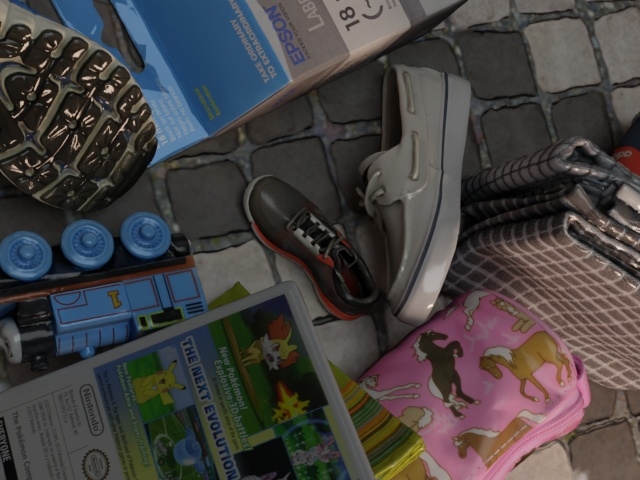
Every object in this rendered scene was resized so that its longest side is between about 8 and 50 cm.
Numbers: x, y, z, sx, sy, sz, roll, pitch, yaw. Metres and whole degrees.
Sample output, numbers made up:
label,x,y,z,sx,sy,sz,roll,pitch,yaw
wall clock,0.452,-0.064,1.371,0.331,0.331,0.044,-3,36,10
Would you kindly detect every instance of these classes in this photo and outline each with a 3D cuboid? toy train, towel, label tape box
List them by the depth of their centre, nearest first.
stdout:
label,x,y,z,sx,sy,sz,roll,pitch,yaw
toy train,-0.182,0.042,0.965,0.184,0.080,0.105,-11,70,-26
towel,-0.032,0.121,0.966,0.102,0.021,0.237,-33,49,-24
label tape box,-0.058,-0.245,1.075,0.334,0.106,0.240,-30,92,-26
towel,0.258,0.038,1.088,0.284,0.235,0.121,32,74,-15

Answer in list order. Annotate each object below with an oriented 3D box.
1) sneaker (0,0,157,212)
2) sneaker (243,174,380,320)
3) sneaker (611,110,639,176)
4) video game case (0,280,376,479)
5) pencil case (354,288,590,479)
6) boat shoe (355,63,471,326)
label,x,y,z,sx,sy,sz,roll,pitch,yaw
sneaker,-0.261,-0.149,0.948,0.130,0.147,0.330,-47,123,1
sneaker,0.000,0.000,1.071,0.158,0.065,0.061,47,65,-9
sneaker,0.418,0.023,1.228,0.350,0.131,0.148,42,69,-3
video game case,-0.102,0.218,0.861,0.300,0.036,0.329,-21,59,-3
pencil case,0.054,0.199,0.998,0.167,0.160,0.386,47,62,7
boat shoe,0.076,-0.050,1.089,0.088,0.096,0.267,16,62,-8
